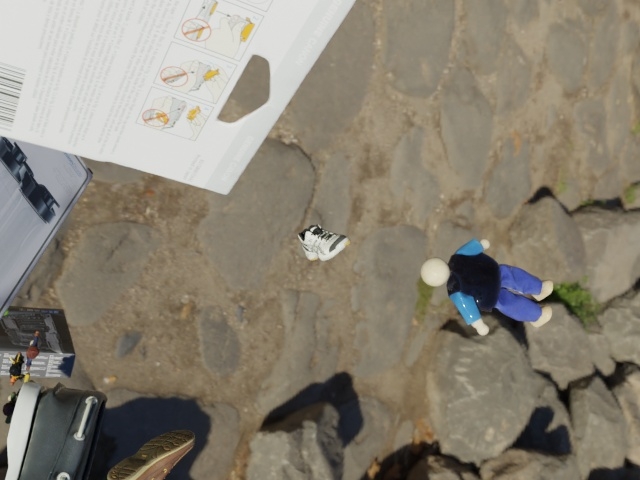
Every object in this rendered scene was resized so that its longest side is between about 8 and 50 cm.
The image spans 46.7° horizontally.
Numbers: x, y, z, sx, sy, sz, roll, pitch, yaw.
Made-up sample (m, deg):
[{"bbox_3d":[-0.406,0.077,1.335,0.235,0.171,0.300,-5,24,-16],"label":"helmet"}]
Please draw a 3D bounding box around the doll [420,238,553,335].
[{"bbox_3d":[0.215,0.062,0.962,0.188,0.046,0.129,18,68,-20],"label":"doll"}]

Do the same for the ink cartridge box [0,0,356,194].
[{"bbox_3d":[-0.134,-0.158,0.568,0.238,0.275,0.060,13,54,-24],"label":"ink cartridge box"}]

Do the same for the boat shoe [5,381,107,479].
[{"bbox_3d":[-0.262,0.274,0.703,0.114,0.091,0.303,113,-21,-54],"label":"boat shoe"}]

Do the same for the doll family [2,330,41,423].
[{"bbox_3d":[-0.631,0.290,1.576,0.075,0.111,0.193,1,85,-15],"label":"doll family"}]

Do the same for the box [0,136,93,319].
[{"bbox_3d":[-0.348,-0.023,0.696,0.169,0.087,0.290,64,32,-41],"label":"box"}]

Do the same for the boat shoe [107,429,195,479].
[{"bbox_3d":[-0.307,0.413,1.367,0.178,0.064,0.060,-28,119,-38],"label":"boat shoe"}]

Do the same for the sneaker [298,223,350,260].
[{"bbox_3d":[0.000,0.000,0.801,0.032,0.083,0.037,-36,102,-28],"label":"sneaker"}]

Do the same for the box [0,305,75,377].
[{"bbox_3d":[-0.795,0.250,1.869,0.307,0.242,0.077,8,109,-29],"label":"box"}]

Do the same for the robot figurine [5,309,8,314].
[{"bbox_3d":[-0.778,0.173,1.730,0.067,0.101,0.115,59,38,-51],"label":"robot figurine"}]
